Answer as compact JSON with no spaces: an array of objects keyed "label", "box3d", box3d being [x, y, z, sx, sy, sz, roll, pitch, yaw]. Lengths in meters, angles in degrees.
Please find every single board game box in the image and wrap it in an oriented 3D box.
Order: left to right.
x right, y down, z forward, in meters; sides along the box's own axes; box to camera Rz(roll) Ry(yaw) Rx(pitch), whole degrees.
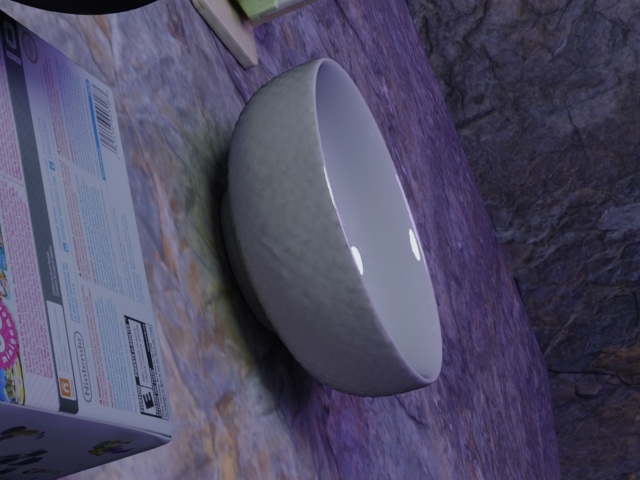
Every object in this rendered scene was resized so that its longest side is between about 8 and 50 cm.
[{"label":"board game box","box3d":[-0.192,-0.014,0.518,0.303,0.097,0.224,39,34,-66]}]

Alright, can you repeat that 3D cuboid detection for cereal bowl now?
[{"label":"cereal bowl","box3d":[0.000,0.000,1.094,0.339,0.141,0.339,-20,90,-75]}]

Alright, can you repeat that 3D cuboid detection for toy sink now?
[{"label":"toy sink","box3d":[-0.072,-0.344,1.281,0.153,0.131,0.234,47,28,-55]}]

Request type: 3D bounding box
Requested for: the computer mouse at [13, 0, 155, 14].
[{"label":"computer mouse","box3d":[-0.184,-0.176,0.577,0.072,0.272,0.188,-68,169,12]}]
